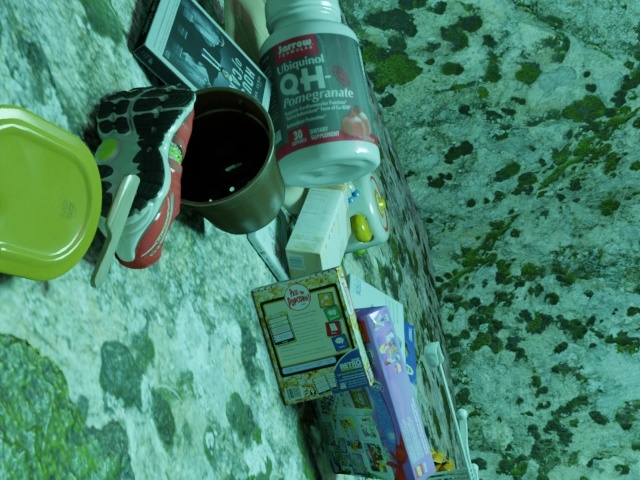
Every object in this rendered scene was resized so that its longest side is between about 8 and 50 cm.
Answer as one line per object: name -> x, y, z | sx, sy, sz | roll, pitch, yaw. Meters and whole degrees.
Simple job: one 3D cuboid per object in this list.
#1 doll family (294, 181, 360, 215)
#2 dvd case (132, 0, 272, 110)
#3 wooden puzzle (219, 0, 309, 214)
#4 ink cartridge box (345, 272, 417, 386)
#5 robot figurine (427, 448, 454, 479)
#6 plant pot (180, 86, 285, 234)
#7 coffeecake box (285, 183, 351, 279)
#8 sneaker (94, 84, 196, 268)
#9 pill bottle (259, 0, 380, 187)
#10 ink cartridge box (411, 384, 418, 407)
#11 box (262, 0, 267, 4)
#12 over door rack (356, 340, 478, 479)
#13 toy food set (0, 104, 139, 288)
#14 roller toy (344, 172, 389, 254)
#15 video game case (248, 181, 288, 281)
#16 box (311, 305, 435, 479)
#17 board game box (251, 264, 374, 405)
doll family -> -0.016, -0.111, 1.617 | 0.263, 0.118, 0.163 | -61, 144, -46
dvd case -> -0.163, -0.252, 1.122 | 0.239, 0.030, 0.179 | 42, 37, -35
wooden puzzle -> -0.115, -0.263, 1.399 | 0.322, 0.081, 0.347 | 54, 29, -51
ink cartridge box -> 0.143, 0.200, 1.742 | 0.224, 0.045, 0.223 | 32, 29, -15
robot figurine -> 0.207, 0.553, 1.627 | 0.085, 0.211, 0.291 | 36, 9, 14
plant pot -> -0.124, -0.093, 1.022 | 0.165, 0.167, 0.167 | 60, 18, -68
coffeecake box -> 0.000, 0.000, 1.407 | 0.142, 0.068, 0.185 | 82, 21, -46
sneaker -> -0.201, -0.080, 0.865 | 0.279, 0.107, 0.118 | -86, 175, -47
pill bottle -> -0.009, -0.263, 1.298 | 0.176, 0.176, 0.318 | 28, 51, -72
ink cartridge box -> 0.160, 0.369, 1.752 | 0.237, 0.100, 0.172 | -84, 155, -57
box -> -0.111, -0.514, 1.813 | 0.164, 0.021, 0.201 | -88, 159, -51
over door rack -> 0.154, 0.341, 1.461 | 0.108, 0.240, 0.324 | -69, 142, -65
toy food set -> -0.253, -0.034, 0.634 | 0.218, 0.071, 0.128 | 35, 65, -66
roller toy -> 0.087, -0.073, 1.852 | 0.209, 0.146, 0.191 | 26, 50, -72
video game case -> -0.092, -0.024, 1.348 | 0.143, 0.019, 0.157 | 59, 21, -48
box -> 0.067, 0.262, 1.297 | 0.057, 0.201, 0.293 | -21, 97, -42
board game box -> -0.012, 0.151, 1.206 | 0.045, 0.147, 0.193 | -27, 102, -76
